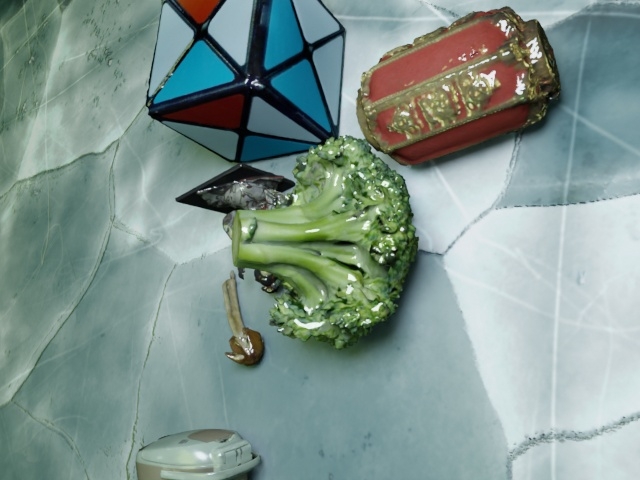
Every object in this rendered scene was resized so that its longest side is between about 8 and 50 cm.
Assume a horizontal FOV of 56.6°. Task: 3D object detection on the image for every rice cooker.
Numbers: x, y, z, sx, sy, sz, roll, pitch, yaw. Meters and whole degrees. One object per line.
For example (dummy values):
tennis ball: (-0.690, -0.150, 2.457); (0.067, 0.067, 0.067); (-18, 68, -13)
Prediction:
rice cooker: (-0.197, 0.365, 0.940); (0.206, 0.145, 0.127); (-3, 86, 32)

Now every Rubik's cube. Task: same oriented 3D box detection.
Rubik's cube: (-0.119, -0.298, 1.026); (0.250, 0.248, 0.246); (-5, 73, 33)

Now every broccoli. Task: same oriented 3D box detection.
broccoli: (0.010, 0.008, 0.857); (0.259, 0.235, 0.288); (-11, 58, 0)

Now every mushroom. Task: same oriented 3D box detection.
mushroom: (-0.146, 0.133, 1.031); (0.060, 0.061, 0.187); (-43, 51, 24)

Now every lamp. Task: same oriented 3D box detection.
lamp: (0.183, -0.209, 0.828); (0.274, 0.177, 0.177); (-15, 67, 33)

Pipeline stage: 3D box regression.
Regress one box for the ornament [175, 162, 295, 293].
ornament: (-0.117, -0.005, 1.009); (0.166, 0.153, 0.196); (-25, 72, 29)
